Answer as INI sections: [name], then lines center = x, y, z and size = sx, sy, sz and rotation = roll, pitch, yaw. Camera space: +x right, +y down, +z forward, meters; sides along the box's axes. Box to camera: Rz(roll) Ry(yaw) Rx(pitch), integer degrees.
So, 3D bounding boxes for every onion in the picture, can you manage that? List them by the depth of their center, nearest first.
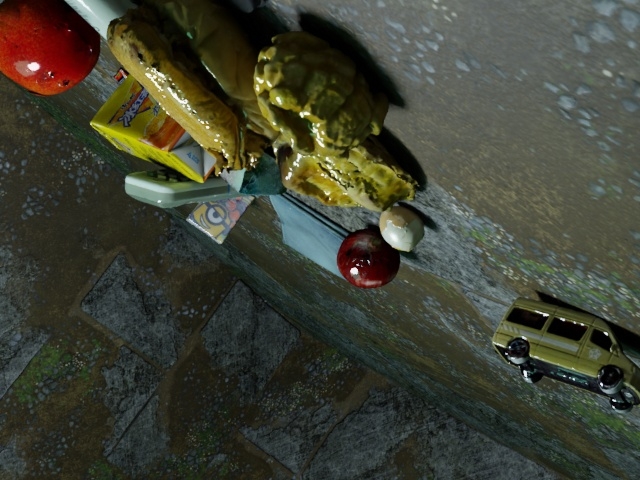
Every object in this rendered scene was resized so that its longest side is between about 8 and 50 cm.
[onion]
center = 0.095, 0.039, 1.945
size = 0.131, 0.131, 0.131
rotation = 35, 169, 8

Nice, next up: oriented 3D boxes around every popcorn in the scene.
[popcorn]
center = -0.004, -0.178, 1.297
size = 0.163, 0.140, 0.194
rotation = 37, 172, 22

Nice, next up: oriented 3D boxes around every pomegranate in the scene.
[pomegranate]
center = -0.533, -0.389, 1.888
size = 0.210, 0.210, 0.235
rotation = 46, 179, -43

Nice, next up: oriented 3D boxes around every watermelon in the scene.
[watermelon]
center = -0.172, -0.176, 1.999
size = 0.241, 0.095, 0.154
rotation = 33, -166, 35

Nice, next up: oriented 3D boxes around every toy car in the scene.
[toy car]
center = 0.410, 0.178, 1.572
size = 0.256, 0.124, 0.101
rotation = 15, 159, 38

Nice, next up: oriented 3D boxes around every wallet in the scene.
[wallet]
center = -0.001, 0.001, 2.275
size = 0.251, 0.054, 0.290
rotation = 31, 167, 21

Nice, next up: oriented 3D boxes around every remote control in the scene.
[remote control]
center = -0.243, -0.114, 2.009
size = 0.128, 0.066, 0.335
rotation = 19, -161, 34

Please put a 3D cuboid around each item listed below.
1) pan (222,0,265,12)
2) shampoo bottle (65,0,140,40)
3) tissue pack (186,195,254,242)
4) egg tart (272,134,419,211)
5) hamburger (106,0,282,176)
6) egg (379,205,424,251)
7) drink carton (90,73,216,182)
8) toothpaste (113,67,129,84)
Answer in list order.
[pan]
center = -0.097, -0.327, 1.227
size = 0.235, 0.028, 0.136
rotation = 26, 166, 44
[shampoo bottle]
center = -0.370, -0.402, 1.614
size = 0.085, 0.085, 0.262
rotation = 23, 164, 49
[tissue pack]
center = -0.250, -0.079, 2.456
size = 0.108, 0.148, 0.060
rotation = 36, 168, -4
[egg tart]
center = 0.018, -0.116, 1.545
size = 0.297, 0.132, 0.297
rotation = 30, 172, 5
[hamburger]
center = -0.178, -0.241, 1.436
size = 0.319, 0.158, 0.318
rotation = 49, 172, 9
[egg]
center = 0.138, -0.023, 1.687
size = 0.083, 0.071, 0.071
rotation = 39, 170, 16
[drink carton]
center = -0.314, -0.234, 1.967
size = 0.351, 0.155, 0.111
rotation = 23, 164, 49
[toothpaste]
center = -0.385, -0.308, 2.193
size = 0.193, 0.045, 0.071
rotation = 45, 160, -11
